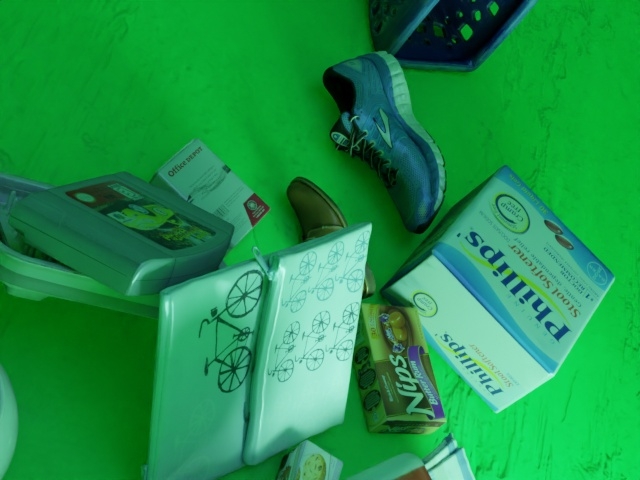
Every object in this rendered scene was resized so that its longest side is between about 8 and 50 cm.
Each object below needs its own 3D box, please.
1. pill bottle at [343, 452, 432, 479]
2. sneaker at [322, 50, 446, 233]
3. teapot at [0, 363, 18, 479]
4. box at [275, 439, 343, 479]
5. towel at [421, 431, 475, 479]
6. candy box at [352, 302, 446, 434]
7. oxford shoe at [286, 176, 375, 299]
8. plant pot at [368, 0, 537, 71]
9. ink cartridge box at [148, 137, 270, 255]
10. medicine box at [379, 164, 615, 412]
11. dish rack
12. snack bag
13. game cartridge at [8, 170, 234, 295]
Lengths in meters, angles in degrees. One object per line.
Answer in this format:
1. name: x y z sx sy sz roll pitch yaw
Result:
1. pill bottle: 0.097 0.444 1.411 0.210 0.210 0.362 -16 74 -42
2. sneaker: 0.090 -0.151 2.006 0.147 0.129 0.330 -11 64 -26
3. teapot: -0.424 0.176 1.329 0.253 0.187 0.256 -20 73 -43
4. box: -0.048 0.399 1.541 0.067 0.063 0.324 34 46 -14
5. towel: 0.129 0.409 1.652 0.285 0.034 0.209 -29 102 -43
6. candy box: 0.106 0.187 1.813 0.109 0.053 0.186 8 55 -33
7. oxford shoe: 0.000 0.000 1.852 0.076 0.076 0.212 -22 74 -32
8. plant pot: 0.214 -0.454 2.219 0.236 0.236 0.212 -2 56 -37
9. ink cartridge box: -0.163 -0.056 1.771 0.150 0.063 0.109 44 44 -2
10. medicine box: 0.282 0.071 1.956 0.263 0.149 0.289 46 44 -1
11. dish rack: -0.277 0.021 1.559 0.333 0.072 0.285 16 18 -28
12. snack bag: -0.077 0.153 1.541 0.343 0.323 0.037 -17 36 -42
13. game cartridge: -0.222 -0.010 1.522 0.196 0.060 0.294 30 17 10
